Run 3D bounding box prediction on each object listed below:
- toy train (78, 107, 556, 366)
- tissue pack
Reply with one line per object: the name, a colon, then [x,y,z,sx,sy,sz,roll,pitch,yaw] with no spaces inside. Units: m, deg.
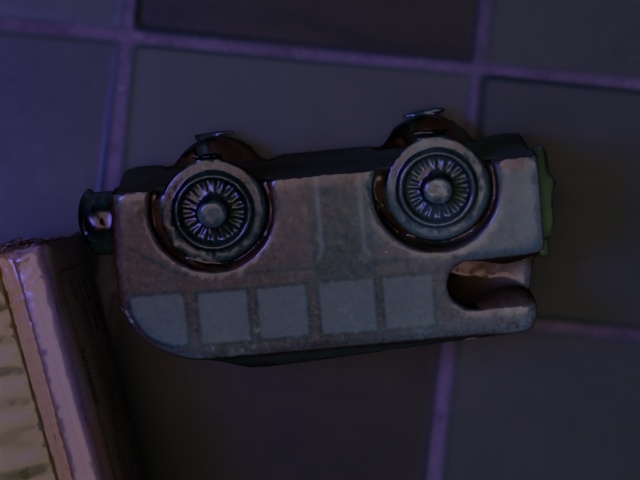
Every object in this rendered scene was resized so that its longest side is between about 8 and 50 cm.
toy train: [0.000,0.000,1.276,0.326,0.129,0.159,-5,99,0]
tissue pack: [-0.199,0.117,1.266,0.125,0.159,0.234,-14,93,1]
